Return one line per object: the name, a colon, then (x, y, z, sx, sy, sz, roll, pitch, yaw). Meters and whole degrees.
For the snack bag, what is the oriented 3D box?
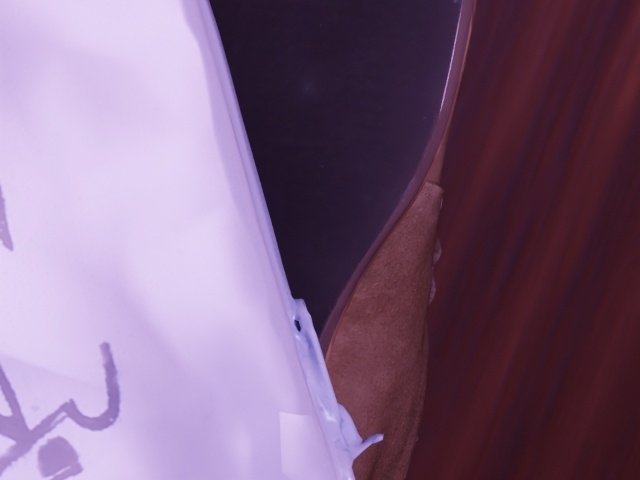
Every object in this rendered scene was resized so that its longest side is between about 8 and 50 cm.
snack bag: (-0.176, -0.023, 0.388, 0.342, 0.037, 0.323, -19, 98, -20)

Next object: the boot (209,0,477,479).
boot: (0.000, 0.000, 0.555, 0.115, 0.112, 0.305, -2, 109, -58)
